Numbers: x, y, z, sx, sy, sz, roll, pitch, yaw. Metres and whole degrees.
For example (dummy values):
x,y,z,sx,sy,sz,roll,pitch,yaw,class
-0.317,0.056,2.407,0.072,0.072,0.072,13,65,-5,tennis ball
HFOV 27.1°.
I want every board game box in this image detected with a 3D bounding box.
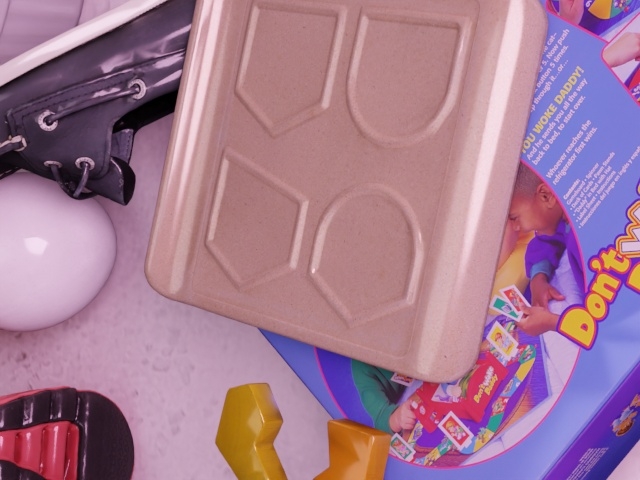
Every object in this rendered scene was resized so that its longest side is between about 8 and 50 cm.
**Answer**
x,y,z,sx,sy,sz,roll,pitch,yaw,class
0.124,-0.022,0.734,0.233,0.078,0.347,48,114,32,board game box

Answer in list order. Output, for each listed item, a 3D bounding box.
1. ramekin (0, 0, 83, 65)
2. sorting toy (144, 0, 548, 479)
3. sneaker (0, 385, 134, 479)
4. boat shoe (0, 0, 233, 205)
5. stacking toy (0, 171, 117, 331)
x,y,z,sx,sy,sz,roll,pitch,yaw,class
-0.296,-0.209,1.005,0.273,0.127,0.272,2,93,34,ramekin
0.000,0.000,0.761,0.229,0.041,0.307,14,94,35,sorting toy
-0.290,0.148,0.925,0.136,0.314,0.115,-21,58,44,sneaker
-0.140,-0.081,0.873,0.340,0.127,0.113,-30,92,-1,boat shoe
-0.380,0.021,1.015,0.480,0.350,0.350,-11,87,17,stacking toy
